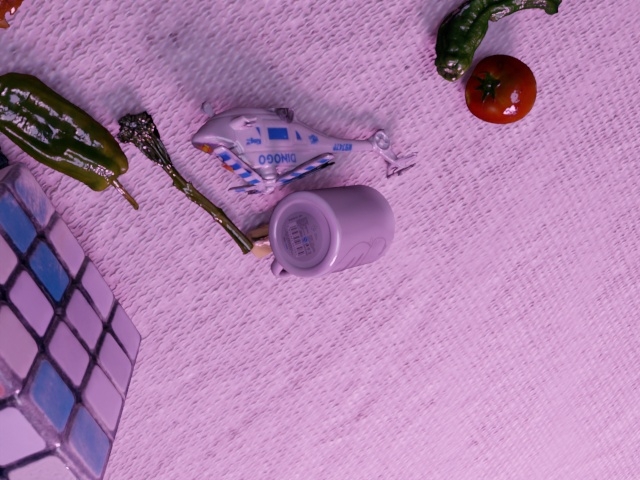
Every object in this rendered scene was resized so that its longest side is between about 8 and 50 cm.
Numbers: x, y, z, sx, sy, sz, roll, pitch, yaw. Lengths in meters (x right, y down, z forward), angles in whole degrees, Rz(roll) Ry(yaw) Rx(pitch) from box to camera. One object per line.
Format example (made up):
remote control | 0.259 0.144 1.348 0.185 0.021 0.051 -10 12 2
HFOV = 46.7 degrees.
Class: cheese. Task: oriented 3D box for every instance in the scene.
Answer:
cheese | -0.050 -0.004 0.926 0.083 0.030 0.044 -21 138 -15

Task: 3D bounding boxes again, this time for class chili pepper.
chili pepper | -0.257 -0.100 0.785 0.204 0.073 0.072 37 103 -27
chili pepper | 0.203 -0.263 0.885 0.182 0.050 0.073 -35 83 -7

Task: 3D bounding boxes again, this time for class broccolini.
broccolini | -0.152 -0.058 0.849 0.044 0.042 0.218 -38 113 -1

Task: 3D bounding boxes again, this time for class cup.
cup | 0.009 0.003 0.868 0.133 0.099 0.136 -12 128 -57

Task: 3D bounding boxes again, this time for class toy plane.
toy plane | -0.011 -0.113 0.840 0.273 0.182 0.107 -11 83 -16

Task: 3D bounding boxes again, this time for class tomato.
tomato | 0.225 -0.184 0.913 0.075 0.087 0.087 12 110 -49

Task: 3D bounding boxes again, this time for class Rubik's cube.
Rubik's cube | -0.357 0.115 0.718 0.253 0.259 0.256 -22 118 9

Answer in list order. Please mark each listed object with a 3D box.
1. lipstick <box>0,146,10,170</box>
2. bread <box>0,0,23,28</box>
lipstick | -0.350 -0.086 0.781 0.053 0.053 0.234 -33 123 -3
bread | -0.279 -0.317 0.685 0.271 0.077 0.139 -45 122 1
